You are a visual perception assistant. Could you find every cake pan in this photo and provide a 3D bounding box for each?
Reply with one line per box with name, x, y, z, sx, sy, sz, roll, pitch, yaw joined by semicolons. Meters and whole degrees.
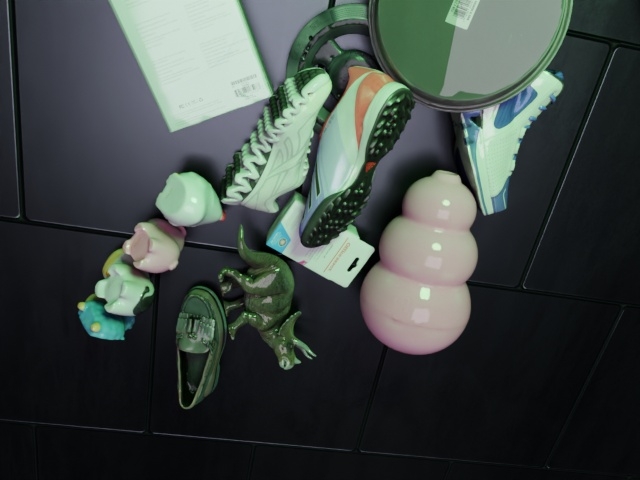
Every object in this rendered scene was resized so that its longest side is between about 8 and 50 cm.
cake pan;0.211;-0.334;0.724;0.293;0.054;0.293;4;109;13

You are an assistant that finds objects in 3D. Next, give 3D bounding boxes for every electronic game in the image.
electronic game;0.056;-0.275;0.845;0.229;0.048;0.229;2;118;4

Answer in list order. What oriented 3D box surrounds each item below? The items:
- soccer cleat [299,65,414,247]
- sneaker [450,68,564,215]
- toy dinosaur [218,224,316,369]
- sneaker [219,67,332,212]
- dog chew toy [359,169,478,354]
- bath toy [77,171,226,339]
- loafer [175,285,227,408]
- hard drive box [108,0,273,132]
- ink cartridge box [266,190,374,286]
soccer cleat;0.035;-0.131;0.841;0.109;0.116;0.318;-8;133;-49
sneaker;0.321;-0.206;0.852;0.182;0.127;0.315;-15;113;5
toy dinosaur;-0.113;0.100;0.983;0.160;0.121;0.313;-10;110;-13
sneaker;-0.060;-0.162;0.855;0.118;0.110;0.292;25;126;-24
dog chew toy;0.191;0.037;0.918;0.207;0.206;0.331;8;107;-8
bath toy;-0.300;0.024;0.915;0.348;0.151;0.129;-49;147;13
loafer;-0.250;0.225;1.018;0.096;0.084;0.267;11;115;11
hard drive box;-0.198;-0.315;0.788;0.181;0.089;0.232;-18;114;4
ink cartridge box;0.000;0.000;0.957;0.181;0.061;0.104;31;108;-15
